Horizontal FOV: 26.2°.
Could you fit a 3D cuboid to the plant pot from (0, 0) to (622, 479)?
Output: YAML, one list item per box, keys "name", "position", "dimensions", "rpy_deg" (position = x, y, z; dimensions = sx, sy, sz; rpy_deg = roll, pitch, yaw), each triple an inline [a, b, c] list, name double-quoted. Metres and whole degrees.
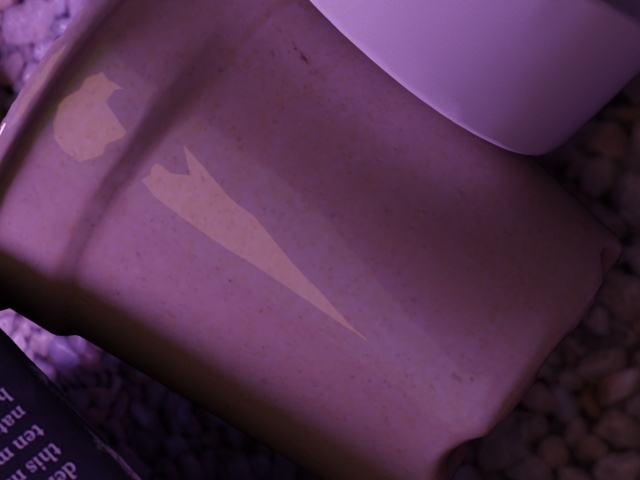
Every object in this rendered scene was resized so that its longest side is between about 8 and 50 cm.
- name: "plant pot"
  position: [0.000, 0.000, 0.853]
  dimensions: [0.305, 0.334, 0.334]
  rpy_deg: [38, 112, 8]

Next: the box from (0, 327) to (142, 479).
- name: "box"
  position: [-0.233, 0.282, 0.867]
  dimensions: [0.297, 0.480, 0.472]
  rpy_deg: [-38, 71, -20]

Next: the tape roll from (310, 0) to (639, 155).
- name: "tape roll"
  position: [0.071, -0.184, 0.790]
  dimensions: [0.100, 0.286, 0.286]
  rpy_deg: [-44, 75, 25]
